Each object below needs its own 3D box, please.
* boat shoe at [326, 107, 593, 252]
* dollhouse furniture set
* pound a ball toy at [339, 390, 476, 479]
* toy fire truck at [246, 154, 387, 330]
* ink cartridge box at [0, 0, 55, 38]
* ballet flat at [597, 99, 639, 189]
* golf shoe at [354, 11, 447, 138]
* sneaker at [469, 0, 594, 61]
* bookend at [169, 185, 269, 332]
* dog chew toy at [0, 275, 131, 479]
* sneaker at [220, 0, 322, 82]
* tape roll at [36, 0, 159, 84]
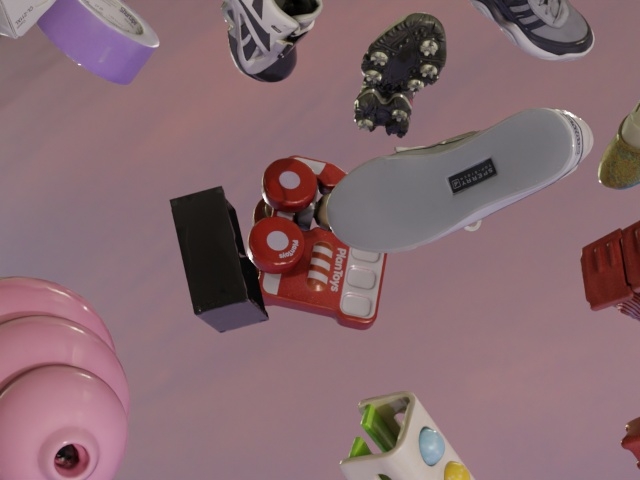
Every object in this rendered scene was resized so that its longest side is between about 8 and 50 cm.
[{"bbox_3d":[0.189,-0.084,1.816,0.367,0.135,0.156,-24,173,29],"label":"boat shoe"},{"bbox_3d":[0.522,0.172,2.039,0.152,0.201,0.374,-27,-126,37],"label":"dollhouse furniture set"},{"bbox_3d":[0.159,0.400,2.019,0.136,0.319,0.208,-15,-145,31],"label":"pound a ball toy"},{"bbox_3d":[0.000,0.000,2.462,0.169,0.254,0.302,110,-7,-60],"label":"toy fire truck"},{"bbox_3d":[-0.391,-0.323,1.614,0.175,0.072,0.127,21,-122,22],"label":"ink cartridge box"},{"bbox_3d":[0.602,-0.223,2.338,0.349,0.123,0.123,-34,-164,-2],"label":"ballet flat"},{"bbox_3d":[0.106,-0.253,1.916,0.273,0.105,0.120,119,-16,-64],"label":"golf shoe"},{"bbox_3d":[0.297,-0.349,1.901,0.153,0.269,0.101,-26,-145,59],"label":"sneaker"},{"bbox_3d":[-0.131,0.028,1.826,0.072,0.157,0.156,-15,166,5],"label":"bookend"},{"bbox_3d":[-0.277,0.156,1.338,0.207,0.206,0.332,-39,-156,-10],"label":"dog chew toy"},{"bbox_3d":[-0.063,-0.337,2.133,0.146,0.330,0.122,16,-111,20],"label":"sneaker"},{"bbox_3d":[-0.354,-0.337,2.202,0.080,0.189,0.189,-50,-168,17],"label":"tape roll"}]
